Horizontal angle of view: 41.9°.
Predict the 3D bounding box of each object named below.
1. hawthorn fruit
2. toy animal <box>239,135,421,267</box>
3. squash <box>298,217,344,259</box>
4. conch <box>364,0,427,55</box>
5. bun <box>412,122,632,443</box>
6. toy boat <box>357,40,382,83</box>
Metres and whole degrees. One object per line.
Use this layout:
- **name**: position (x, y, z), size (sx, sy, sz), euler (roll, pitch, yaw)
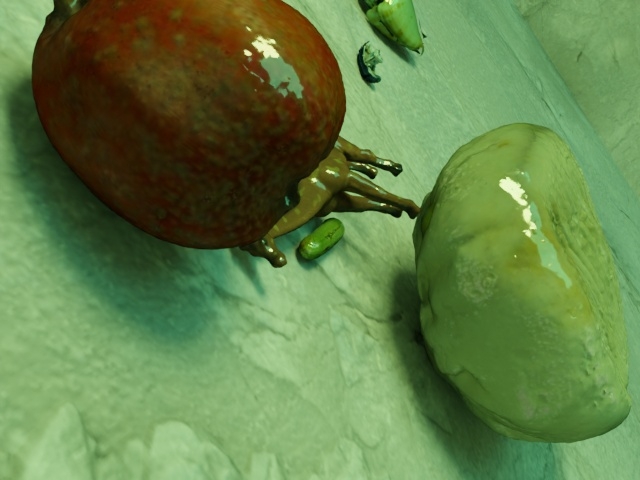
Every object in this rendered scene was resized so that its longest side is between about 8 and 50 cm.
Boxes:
- **hawthorn fruit**: position (-0.113, -0.122, 0.635), size (0.262, 0.210, 0.210), euler (42, 30, -12)
- **toy animal**: position (0.000, -0.043, 0.866), size (0.229, 0.066, 0.224), euler (9, 39, -30)
- **squash**: position (0.000, 0.000, 0.875), size (0.027, 0.027, 0.083), euler (55, 29, -4)
- **conch**: position (0.131, -0.377, 1.433), size (0.170, 0.079, 0.106), euler (50, 43, -29)
- **bun**: position (0.218, 0.050, 0.964), size (0.365, 0.219, 0.365), euler (44, 38, -48)
- **toy boat**: position (0.077, -0.274, 1.273), size (0.038, 0.038, 0.083), euler (30, 39, -42)
